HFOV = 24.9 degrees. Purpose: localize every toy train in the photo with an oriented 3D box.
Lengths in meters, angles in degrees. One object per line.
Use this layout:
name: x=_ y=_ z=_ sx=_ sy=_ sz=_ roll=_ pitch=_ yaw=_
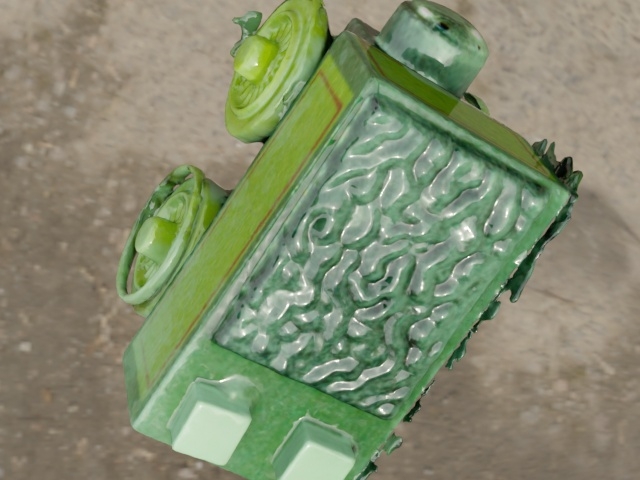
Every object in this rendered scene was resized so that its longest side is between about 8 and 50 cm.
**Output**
toy train: x=0.000 y=0.000 z=0.772 sx=0.272 sy=0.159 sz=0.188 roll=-54 pitch=25 yaw=17
